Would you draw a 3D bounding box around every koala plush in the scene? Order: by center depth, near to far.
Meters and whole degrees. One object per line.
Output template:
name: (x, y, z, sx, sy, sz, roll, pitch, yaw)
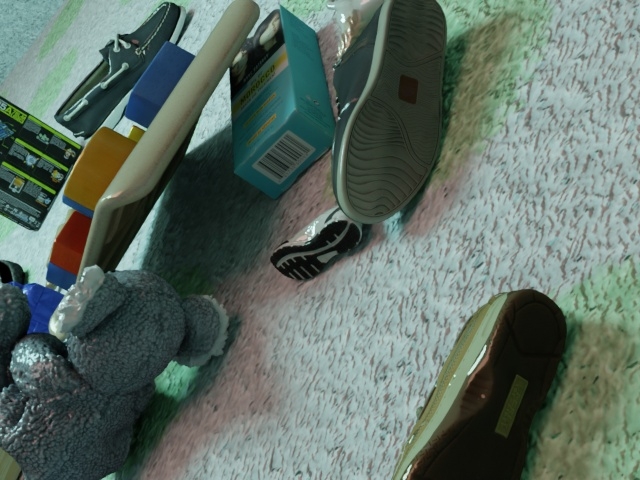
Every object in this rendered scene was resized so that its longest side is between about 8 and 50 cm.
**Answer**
koala plush: (-0.207, 0.110, 0.841, 0.221, 0.196, 0.203, -40, 45, 27)

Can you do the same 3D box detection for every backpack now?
backpack: (-0.424, 0.126, 1.219, 0.098, 0.101, 0.120, -29, 43, 50)

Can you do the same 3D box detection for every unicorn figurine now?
unicorn figurine: (0.050, -0.239, 0.903, 0.162, 0.060, 0.111, -45, 31, 21)

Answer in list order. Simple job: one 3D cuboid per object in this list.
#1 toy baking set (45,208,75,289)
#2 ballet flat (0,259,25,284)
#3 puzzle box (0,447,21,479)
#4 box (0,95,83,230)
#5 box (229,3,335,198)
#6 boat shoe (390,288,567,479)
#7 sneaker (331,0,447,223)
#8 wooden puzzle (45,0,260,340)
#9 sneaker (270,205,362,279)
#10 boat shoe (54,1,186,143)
toy baking set: (-0.353, -0.011, 1.313, 0.197, 0.030, 0.256, -32, 38, 37)
ballet flat: (-0.519, 0.087, 1.445, 0.057, 0.049, 0.173, -53, 30, 10)
puzzle box: (-0.515, 0.398, 1.138, 0.272, 0.052, 0.409, 0, 62, 56)
box: (-0.557, -0.141, 1.580, 0.045, 0.191, 0.184, -2, 61, 54)
box: (-0.048, -0.162, 0.974, 0.100, 0.060, 0.244, -42, 33, 24)
boat shoe: (0.082, 0.117, 0.521, 0.190, 0.068, 0.072, -56, 16, -19)
sneaker: (0.048, -0.104, 0.779, 0.118, 0.083, 0.222, -32, 39, 63)
wooden puzzle: (-0.211, -0.084, 0.986, 0.348, 0.080, 0.322, -48, 14, 51)
sneaker: (0.000, 0.000, 0.779, 0.109, 0.040, 0.044, -27, 24, 36)
boat shoe: (-0.352, -0.304, 1.531, 0.302, 0.091, 0.114, -53, 30, 8)
